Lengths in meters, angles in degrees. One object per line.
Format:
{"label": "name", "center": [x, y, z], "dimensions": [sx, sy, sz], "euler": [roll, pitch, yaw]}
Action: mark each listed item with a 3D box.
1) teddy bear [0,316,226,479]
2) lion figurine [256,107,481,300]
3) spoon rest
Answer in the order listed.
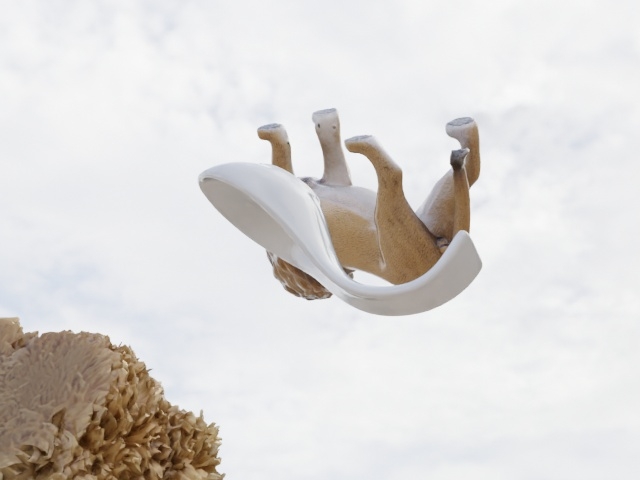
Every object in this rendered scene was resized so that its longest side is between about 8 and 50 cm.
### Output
{"label": "teddy bear", "center": [-0.173, 0.191, 0.488], "dimensions": [0.245, 0.338, 0.113], "euler": [-3, -47, 8]}
{"label": "lion figurine", "center": [0.051, -0.017, 1.238], "dimensions": [0.142, 0.240, 0.392], "euler": [-20, 20, -27]}
{"label": "spoon rest", "center": [0.000, 0.000, 0.967], "dimensions": [0.276, 0.084, 0.137], "euler": [18, -23, 34]}
